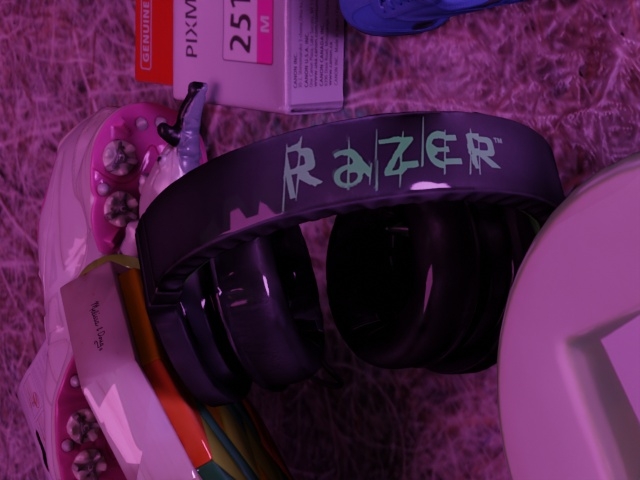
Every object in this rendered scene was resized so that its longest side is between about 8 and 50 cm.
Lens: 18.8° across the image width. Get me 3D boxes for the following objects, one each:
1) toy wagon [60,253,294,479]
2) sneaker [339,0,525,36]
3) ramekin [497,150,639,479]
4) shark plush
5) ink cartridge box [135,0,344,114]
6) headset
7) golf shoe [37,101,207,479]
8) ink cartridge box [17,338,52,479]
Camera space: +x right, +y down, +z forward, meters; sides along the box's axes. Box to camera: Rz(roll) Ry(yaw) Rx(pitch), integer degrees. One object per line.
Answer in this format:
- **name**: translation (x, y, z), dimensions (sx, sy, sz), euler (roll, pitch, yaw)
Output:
- **toy wagon**: translation (-0.064, 0.166, 1.276), dimensions (0.068, 0.344, 0.267), euler (-30, 35, 5)
- **sneaker**: translation (0.068, -0.167, 1.175), dimensions (0.209, 0.082, 0.069), euler (-8, 91, 50)
- **ramekin**: translation (0.230, 0.080, 0.972), dimensions (0.303, 0.148, 0.303), euler (9, 102, 48)
- **shark plush**: translation (-0.097, -0.037, 1.351), dimensions (0.073, 0.067, 0.161), euler (17, 118, 44)
- **ink cartridge box**: translation (-0.079, -0.235, 1.349), dimensions (0.239, 0.060, 0.275), euler (11, 104, 46)
- **headset**: translation (0.000, 0.000, 1.179), dimensions (0.394, 0.243, 0.185), euler (116, 145, -65)
- **golf shoe**: translation (-0.160, 0.047, 1.451), dimensions (0.140, 0.115, 0.306), euler (12, 94, 57)
- **ink cartridge box**: translation (-0.189, 0.153, 1.559), dimensions (0.145, 0.045, 0.179), euler (67, 155, 16)
